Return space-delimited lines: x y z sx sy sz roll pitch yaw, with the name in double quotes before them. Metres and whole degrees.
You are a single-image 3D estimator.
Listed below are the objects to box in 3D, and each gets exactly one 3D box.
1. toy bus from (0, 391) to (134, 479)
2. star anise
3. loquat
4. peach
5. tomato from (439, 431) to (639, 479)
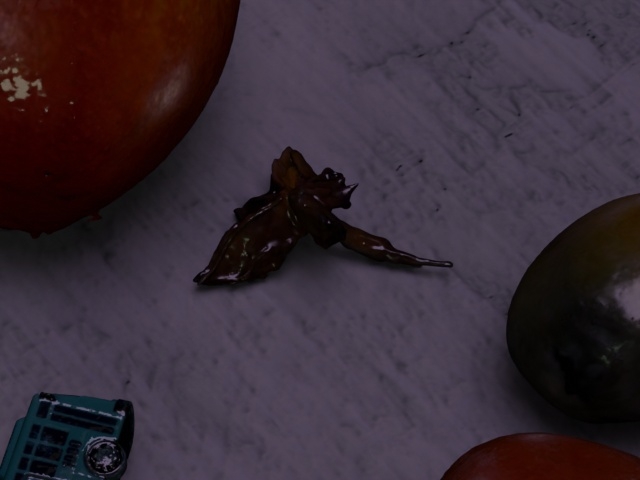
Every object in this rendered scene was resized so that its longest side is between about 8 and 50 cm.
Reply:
"toy bus" -0.190 0.189 1.420 0.092 0.079 0.160 13 57 4
"star anise" 0.005 0.001 1.590 0.140 0.144 0.158 -15 34 39
"loquat" 0.250 0.053 1.506 0.227 0.179 0.179 -12 58 -18
"peach" -0.235 -0.188 1.532 0.370 0.370 0.370 3 56 -4
"tomato" 0.162 0.234 1.361 0.232 0.188 0.232 3 53 -5
